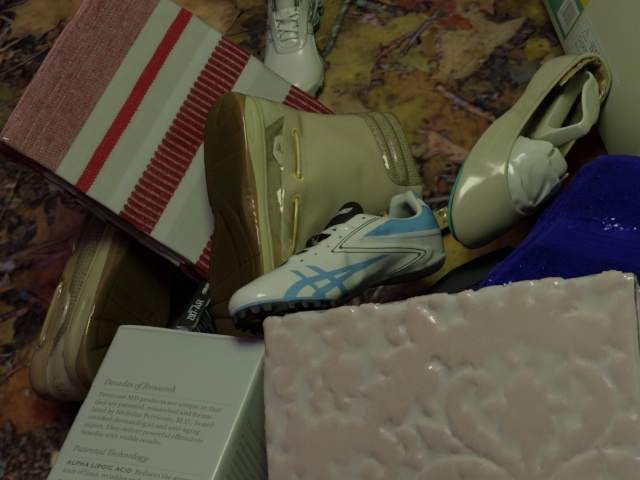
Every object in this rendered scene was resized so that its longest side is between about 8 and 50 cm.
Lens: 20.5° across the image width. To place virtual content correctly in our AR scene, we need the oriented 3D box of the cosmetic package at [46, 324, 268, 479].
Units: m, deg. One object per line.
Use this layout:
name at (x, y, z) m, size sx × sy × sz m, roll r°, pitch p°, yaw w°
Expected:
cosmetic package at (-0.113, 0.192, 1.489) m, size 0.151 × 0.151 × 0.184 m, roll 4°, pitch 52°, yaw 24°

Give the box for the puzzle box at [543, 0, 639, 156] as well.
puzzle box at (0.318, -0.253, 1.646) m, size 0.052 × 0.272 × 0.409 m, roll 8°, pitch 43°, yaw -23°

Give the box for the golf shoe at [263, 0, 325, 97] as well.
golf shoe at (-0.036, -0.220, 1.856) m, size 0.069 × 0.086 × 0.176 m, roll -11°, pitch 50°, yaw 9°

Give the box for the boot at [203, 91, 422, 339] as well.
boot at (0.000, 0.000, 1.616) m, size 0.095 × 0.203 × 0.262 m, roll -22°, pitch 70°, yaw 52°

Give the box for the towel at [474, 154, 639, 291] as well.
towel at (0.239, 0.036, 1.436) m, size 0.227 × 0.076 × 0.308 m, roll 9°, pitch 39°, yaw 35°

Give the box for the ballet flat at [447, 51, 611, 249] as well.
ballet flat at (0.196, -0.087, 1.596) m, size 0.086 × 0.086 × 0.248 m, roll 11°, pitch 48°, yaw 28°

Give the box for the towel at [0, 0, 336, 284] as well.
towel at (-0.115, -0.087, 1.666) m, size 0.037 × 0.329 × 0.237 m, roll -37°, pitch 22°, yaw 57°

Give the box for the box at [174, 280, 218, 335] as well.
box at (-0.101, 0.088, 1.618) m, size 0.018 × 0.083 × 0.067 m, roll 11°, pitch 57°, yaw 28°

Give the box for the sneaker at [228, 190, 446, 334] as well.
sneaker at (0.009, 0.019, 1.516) m, size 0.237 × 0.085 × 0.086 m, roll -20°, pitch 82°, yaw -40°

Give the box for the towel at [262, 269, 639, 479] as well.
towel at (0.107, 0.194, 1.332) m, size 0.331 × 0.053 × 0.317 m, roll -8°, pitch 83°, yaw 32°

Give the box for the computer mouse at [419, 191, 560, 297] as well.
computer mouse at (0.135, 0.027, 1.598) m, size 0.262 × 0.060 × 0.184 m, roll -34°, pitch 49°, yaw -10°

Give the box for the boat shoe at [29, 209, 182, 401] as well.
boat shoe at (-0.187, 0.001, 1.700) m, size 0.110 × 0.121 × 0.341 m, roll -11°, pitch 44°, yaw 40°
